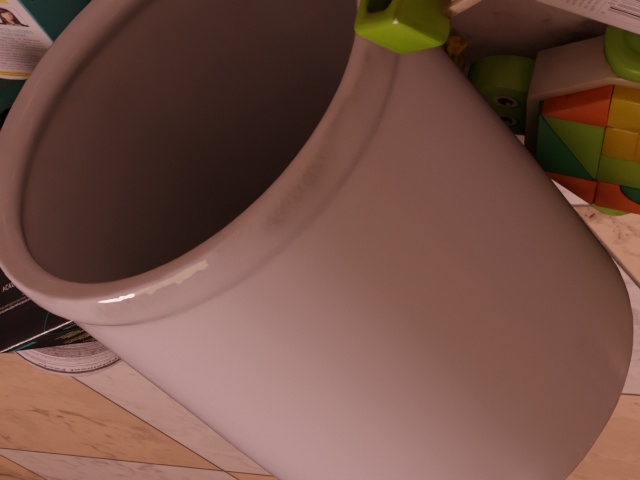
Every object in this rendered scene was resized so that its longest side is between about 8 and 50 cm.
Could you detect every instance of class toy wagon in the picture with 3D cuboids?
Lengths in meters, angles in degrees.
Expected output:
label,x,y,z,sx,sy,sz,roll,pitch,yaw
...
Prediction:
label,x,y,z,sx,sy,sz,roll,pitch,yaw
toy wagon,0.248,-0.083,1.424,0.344,0.068,0.267,11,160,8

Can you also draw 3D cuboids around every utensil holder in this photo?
label,x,y,z,sx,sy,sz,roll,pitch,yaw
utensil holder,0.005,0.008,1.376,0.328,0.327,0.385,-3,144,40

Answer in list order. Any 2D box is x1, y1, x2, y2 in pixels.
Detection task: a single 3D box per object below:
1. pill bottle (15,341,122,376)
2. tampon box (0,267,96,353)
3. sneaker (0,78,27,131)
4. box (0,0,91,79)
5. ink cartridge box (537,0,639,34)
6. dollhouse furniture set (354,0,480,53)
label,x,y,z,sx,sy,sz,roll,pitch,yaw
pill bottle,-0.251,0.036,1.927,0.176,0.176,0.318,15,160,-1
tampon box,-0.176,0.019,1.510,0.120,0.101,0.161,-24,169,32
sneaker,-0.262,-0.083,1.603,0.124,0.178,0.295,-38,163,13
box,-0.258,-0.203,1.461,0.100,0.060,0.244,7,159,21
ink cartridge box,0.289,-0.168,1.179,0.311,0.065,0.186,19,160,-6
dollhouse furniture set,-0.026,-0.248,0.980,0.301,0.197,0.151,22,160,-23
